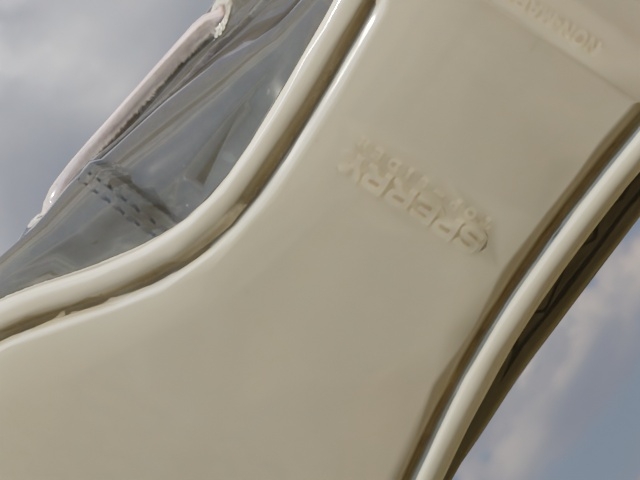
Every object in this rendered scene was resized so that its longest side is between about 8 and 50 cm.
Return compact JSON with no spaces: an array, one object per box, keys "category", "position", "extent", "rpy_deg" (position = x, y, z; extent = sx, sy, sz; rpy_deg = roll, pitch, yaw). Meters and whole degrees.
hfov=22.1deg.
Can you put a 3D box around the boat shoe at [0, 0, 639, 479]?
[{"category":"boat shoe","position":[0.000,0.000,0.373],"extent":[0.335,0.112,0.095],"rpy_deg":[-49,5,15]}]
